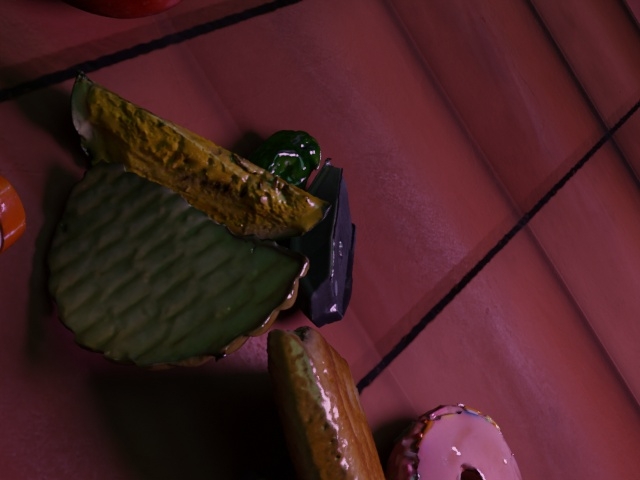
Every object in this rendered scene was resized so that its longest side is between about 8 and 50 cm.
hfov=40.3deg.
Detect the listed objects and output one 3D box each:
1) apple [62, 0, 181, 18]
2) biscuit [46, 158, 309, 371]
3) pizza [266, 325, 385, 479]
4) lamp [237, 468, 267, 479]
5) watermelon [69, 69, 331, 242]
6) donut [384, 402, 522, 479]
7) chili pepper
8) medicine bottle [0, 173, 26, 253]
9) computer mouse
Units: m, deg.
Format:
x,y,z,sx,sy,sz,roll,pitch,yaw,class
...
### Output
x,y,z,sx,sy,sz,roll,pitch,yaw,class
-0.222,-0.376,0.952,0.260,0.260,0.216,49,22,-13,apple
-0.163,0.036,0.846,0.274,0.036,0.187,29,68,23,biscuit
0.014,0.231,0.883,0.268,0.087,0.257,65,5,-69,pizza
-0.043,0.310,0.891,0.091,0.091,0.163,-1,53,-45,lamp
-0.140,-0.084,0.957,0.301,0.129,0.123,28,57,-11,watermelon
0.161,0.306,1.080,0.233,0.085,0.199,0,70,-44,donut
-0.060,-0.056,1.075,0.100,0.074,0.257,34,53,-14,chili pepper
-0.358,0.041,0.665,0.157,0.157,0.288,50,43,-12,medicine bottle
-0.002,0.001,1.080,0.126,0.071,0.231,72,20,-52,computer mouse
